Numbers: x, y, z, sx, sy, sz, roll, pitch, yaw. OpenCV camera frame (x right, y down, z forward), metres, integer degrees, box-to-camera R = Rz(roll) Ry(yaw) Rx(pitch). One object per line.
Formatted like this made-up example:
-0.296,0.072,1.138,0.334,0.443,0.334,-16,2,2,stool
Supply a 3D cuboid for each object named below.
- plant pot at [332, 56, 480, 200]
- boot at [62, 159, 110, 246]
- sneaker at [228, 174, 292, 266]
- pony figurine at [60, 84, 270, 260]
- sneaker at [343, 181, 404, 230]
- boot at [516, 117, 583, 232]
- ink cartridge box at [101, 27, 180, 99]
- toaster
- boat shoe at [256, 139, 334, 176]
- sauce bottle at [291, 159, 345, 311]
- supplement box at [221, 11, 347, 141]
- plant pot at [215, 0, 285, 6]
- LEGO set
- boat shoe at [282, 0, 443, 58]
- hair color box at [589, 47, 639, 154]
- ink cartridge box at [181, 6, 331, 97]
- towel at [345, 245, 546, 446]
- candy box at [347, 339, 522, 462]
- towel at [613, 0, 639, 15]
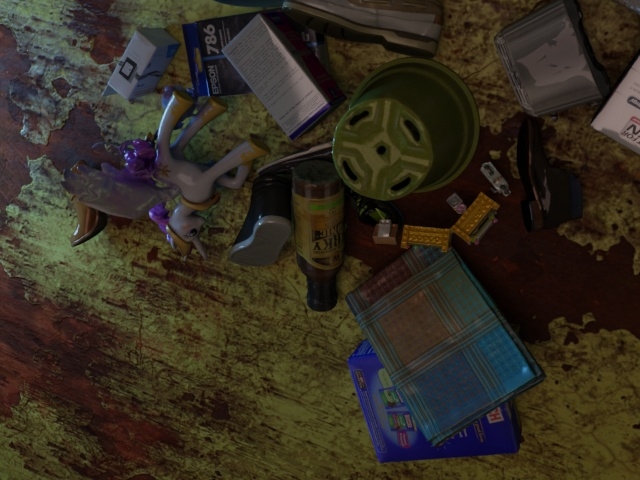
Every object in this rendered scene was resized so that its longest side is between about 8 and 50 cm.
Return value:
0.145,-0.193,1.288,0.276,0.254,0.276,7,110,18,plant pot
-0.593,-0.091,1.706,0.197,0.073,0.152,-43,92,15,boot
-0.128,-0.043,1.529,0.105,0.146,0.296,12,154,-18,sneaker
-0.327,-0.151,1.483,0.351,0.303,0.363,32,118,-12,pony figurine
0.097,-0.082,1.443,0.188,0.078,0.067,43,118,4,sneaker
0.439,-0.129,1.315,0.106,0.082,0.219,-7,103,0,boot
-0.395,-0.374,1.509,0.060,0.104,0.180,41,118,2,ink cartridge box
0.406,-0.327,1.213,0.146,0.129,0.227,-21,100,28,toaster
-0.041,-0.159,1.471,0.206,0.075,0.065,-17,99,20,boat shoe
0.000,0.000,1.473,0.111,0.111,0.344,9,127,18,sauce bottle
-0.068,-0.321,1.333,0.114,0.111,0.220,-38,94,27,supplement box
-0.088,-0.581,1.228,0.293,0.293,0.235,-6,93,22,plant pot
0.255,-0.030,1.379,0.287,0.107,0.132,-30,69,13,LEGO set
0.083,-0.432,1.297,0.302,0.113,0.103,14,93,-6,boat shoe
0.628,-0.303,1.148,0.174,0.105,0.347,34,117,10,hair color box
-0.149,-0.390,1.435,0.333,0.065,0.165,-2,109,22,ink cartridge box
0.237,0.194,1.402,0.271,0.040,0.370,-38,66,15,towel
0.254,0.338,1.512,0.317,0.122,0.268,-11,103,25,candy box
0.528,-0.462,1.094,0.282,0.049,0.187,47,121,35,towel
